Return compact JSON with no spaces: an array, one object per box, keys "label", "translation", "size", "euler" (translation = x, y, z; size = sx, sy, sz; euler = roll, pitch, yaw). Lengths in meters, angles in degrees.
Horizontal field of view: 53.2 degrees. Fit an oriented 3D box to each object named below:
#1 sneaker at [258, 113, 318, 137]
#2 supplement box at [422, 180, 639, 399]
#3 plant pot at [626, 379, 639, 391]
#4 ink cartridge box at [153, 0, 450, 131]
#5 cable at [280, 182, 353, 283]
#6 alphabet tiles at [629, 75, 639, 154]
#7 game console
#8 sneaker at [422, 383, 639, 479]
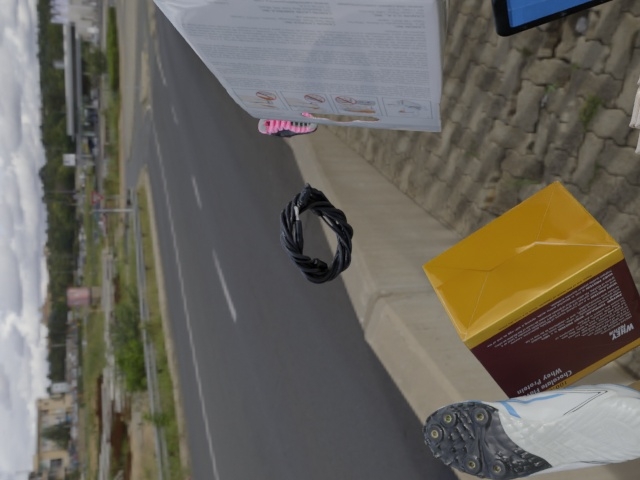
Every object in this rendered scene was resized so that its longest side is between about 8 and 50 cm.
[{"label":"sneaker","translation":[-0.057,-0.217,1.233],"size":[0.057,0.119,0.047],"euler":[45,-128,-63]},{"label":"supplement box","translation":[0.264,0.074,0.775],"size":[0.194,0.191,0.129],"euler":[47,-166,-39]},{"label":"plant pot","translation":[0.665,0.330,1.159],"size":[0.254,0.237,0.237],"euler":[152,115,-72]},{"label":"ink cartridge box","translation":[0.006,-0.247,0.812],"size":[0.385,0.308,0.091],"euler":[39,-122,-75]},{"label":"cable","translation":[0.000,0.000,1.116],"size":[0.047,0.184,0.150],"euler":[-9,43,35]},{"label":"alphabet tiles","translation":[0.576,-0.301,1.080],"size":[0.021,0.284,0.278],"euler":[16,128,31]},{"label":"game console","translation":[0.206,-0.225,0.530],"size":[0.107,0.122,0.071],"euler":[-67,-41,-75]},{"label":"sneaker","translation":[0.229,0.200,0.675],"size":[0.086,0.237,0.085],"euler":[22,-119,-72]}]
